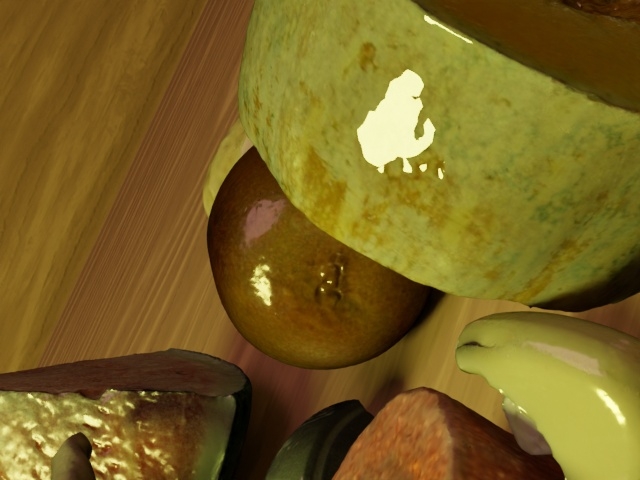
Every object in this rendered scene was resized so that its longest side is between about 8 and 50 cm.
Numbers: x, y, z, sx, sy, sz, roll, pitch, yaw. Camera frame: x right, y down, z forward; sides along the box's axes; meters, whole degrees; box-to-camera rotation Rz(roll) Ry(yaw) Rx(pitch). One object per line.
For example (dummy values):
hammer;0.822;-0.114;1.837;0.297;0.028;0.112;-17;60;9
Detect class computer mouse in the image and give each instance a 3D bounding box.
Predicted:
computer mouse;-0.017;0.217;1.292;0.126;0.071;0.231;-41;25;53

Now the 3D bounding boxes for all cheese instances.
cheese;0.169;0.084;0.879;0.050;0.127;0.235;-28;6;-35

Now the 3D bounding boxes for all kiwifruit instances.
kiwifruit;0.000;0.000;1.411;0.196;0.196;0.234;-59;18;8

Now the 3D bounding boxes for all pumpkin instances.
pumpkin;0.116;-0.097;1.003;0.332;0.332;0.199;-81;11;-53

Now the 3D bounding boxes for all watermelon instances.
watermelon;-0.214;0.211;1.665;0.283;0.293;0.250;-62;-15;-3

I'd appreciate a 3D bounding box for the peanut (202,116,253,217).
peanut;0.000;-0.121;1.733;0.313;0.152;0.152;-55;15;9

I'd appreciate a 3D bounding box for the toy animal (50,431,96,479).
toy animal;-0.163;0.318;1.340;0.194;0.303;0.344;-53;-8;11

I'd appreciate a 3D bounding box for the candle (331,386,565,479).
candle;0.035;0.246;0.958;0.317;0.131;0.287;-63;17;-2
